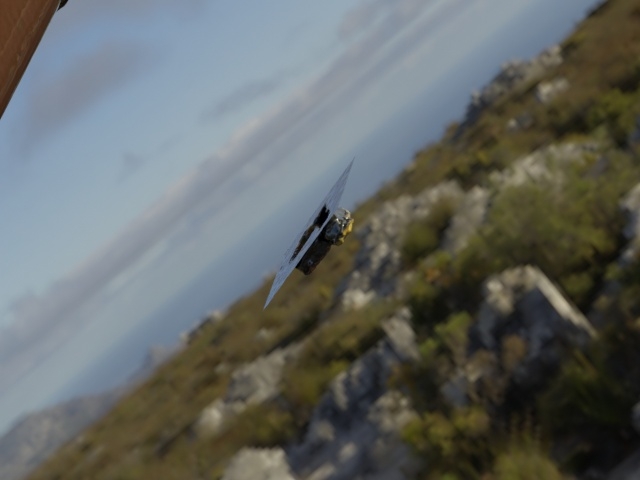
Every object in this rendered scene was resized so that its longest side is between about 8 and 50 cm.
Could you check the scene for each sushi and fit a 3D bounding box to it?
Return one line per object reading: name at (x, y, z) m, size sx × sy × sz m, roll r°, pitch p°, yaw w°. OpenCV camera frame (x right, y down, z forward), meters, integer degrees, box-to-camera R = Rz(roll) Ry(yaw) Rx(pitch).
sushi at (0.000, 0.000, 1.423) m, size 0.126 × 0.026 × 0.120 m, roll -53°, pitch 8°, yaw 26°

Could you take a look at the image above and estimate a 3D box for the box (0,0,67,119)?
box at (-0.302, -0.113, 0.648) m, size 0.239 × 0.339 × 0.229 m, roll -2°, pitch 55°, yaw 30°
